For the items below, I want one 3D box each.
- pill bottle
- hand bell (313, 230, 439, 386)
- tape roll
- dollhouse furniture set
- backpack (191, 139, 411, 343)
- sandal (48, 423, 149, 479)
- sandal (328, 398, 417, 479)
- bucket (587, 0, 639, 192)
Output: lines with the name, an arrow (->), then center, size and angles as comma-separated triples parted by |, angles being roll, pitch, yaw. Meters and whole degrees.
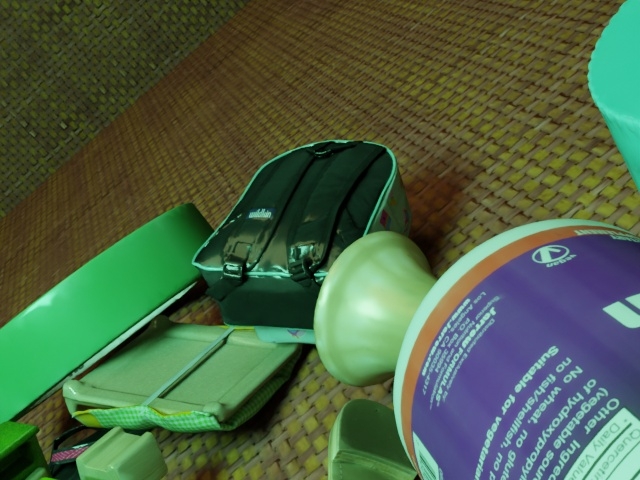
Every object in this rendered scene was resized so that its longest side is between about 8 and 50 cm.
pill bottle -> 0.162, 0.116, 0.414 | 0.181, 0.181, 0.323 | -41, 24, 0
hand bell -> 0.121, 0.075, 0.684 | 0.242, 0.126, 0.126 | 15, 59, 47
tape roll -> -0.245, 0.083, 1.076 | 0.321, 0.077, 0.321 | -37, 0, 0
dollhouse furniture set -> -0.152, 0.204, 0.887 | 0.197, 0.151, 0.301 | 2, 26, 33
backpack -> 0.000, 0.000, 0.889 | 0.166, 0.144, 0.188 | -2, 47, 28
sandal -> -0.247, 0.214, 1.040 | 0.179, 0.040, 0.067 | -35, 24, 14
sandal -> 0.018, 0.206, 0.641 | 0.240, 0.088, 0.079 | -75, 8, -62
bucket -> 0.297, -0.075, 0.534 | 0.281, 0.183, 0.281 | -33, 25, 18
